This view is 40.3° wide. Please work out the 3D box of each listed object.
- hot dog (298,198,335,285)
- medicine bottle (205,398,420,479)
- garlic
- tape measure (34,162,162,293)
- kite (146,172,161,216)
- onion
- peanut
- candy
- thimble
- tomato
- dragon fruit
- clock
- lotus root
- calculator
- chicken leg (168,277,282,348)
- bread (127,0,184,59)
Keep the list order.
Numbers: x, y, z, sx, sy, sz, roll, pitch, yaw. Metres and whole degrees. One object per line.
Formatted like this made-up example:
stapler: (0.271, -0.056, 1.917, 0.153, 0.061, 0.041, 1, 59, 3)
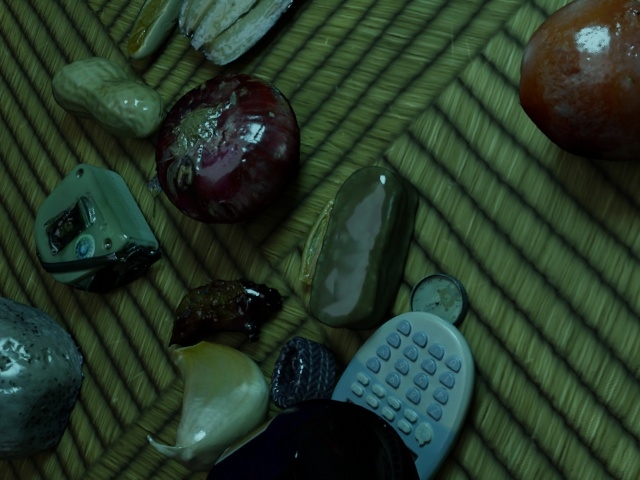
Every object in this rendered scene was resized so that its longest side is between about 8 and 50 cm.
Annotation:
hot dog: (0.000, 0.000, 1.317, 0.044, 0.028, 0.137, 19, 93, 8)
medicine bottle: (-0.067, 0.366, 1.126, 0.395, 0.243, 0.242, -35, 62, 42)
garlic: (-0.156, 0.247, 1.260, 0.145, 0.164, 0.245, -57, 13, 20)
tape measure: (-0.406, 0.001, 1.526, 0.207, 0.115, 0.235, -42, 61, 16)
kite: (-0.286, -0.084, 1.532, 0.044, 0.002, 0.078, -28, 65, 25)
onion: (-0.141, -0.137, 1.343, 0.247, 0.190, 0.246, -12, 56, 19)
peanut: (-0.377, -0.258, 1.563, 0.257, 0.124, 0.123, 23, 93, 32)
candy: (0.062, 0.012, 1.231, 0.102, 0.104, 0.233, 10, 86, 29)
thimble: (-0.025, 0.195, 1.251, 0.095, 0.066, 0.104, 24, 94, 62)
tomato: (0.339, -0.188, 1.036, 0.184, 0.208, 0.208, -49, 59, 20)
dragon fruit: (-0.569, 0.253, 1.522, 0.221, 0.204, 0.282, 19, 91, 33)
clock: (0.162, 0.086, 1.201, 0.085, 0.017, 0.085, -7, 76, 31)
lotus root: (-0.092, -0.437, 1.447, 0.329, 0.078, 0.167, -40, 85, 18)
calculator: (0.099, 0.239, 1.187, 0.188, 0.042, 0.302, 35, 104, 32)
chicken leg: (-0.158, 0.114, 1.375, 0.234, 0.063, 0.105, -9, 70, 33)
bread: (-0.280, -0.419, 1.571, 0.073, 0.053, 0.214, 34, 96, 29)
